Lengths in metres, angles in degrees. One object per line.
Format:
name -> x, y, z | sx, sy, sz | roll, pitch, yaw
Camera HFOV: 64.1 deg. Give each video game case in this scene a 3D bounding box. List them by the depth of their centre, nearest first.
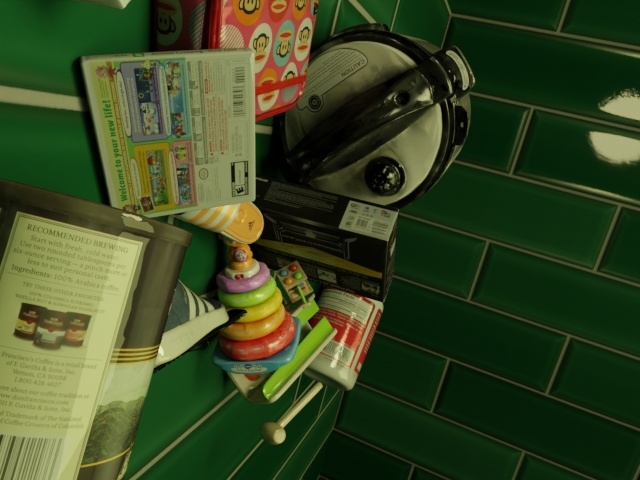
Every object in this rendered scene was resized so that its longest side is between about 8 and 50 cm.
video game case -> -0.177, -0.128, 0.641 | 0.193, 0.023, 0.213 | -11, 130, -21

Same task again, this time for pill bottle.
pill bottle -> 0.076, 0.277, 1.740 | 0.229, 0.228, 0.408 | 75, 36, -61

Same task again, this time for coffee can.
coffee can -> -0.256, 0.099, 0.482 | 0.201, 0.201, 0.276 | 31, 73, -73

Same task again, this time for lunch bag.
lunch bag -> -0.116, -0.275, 0.749 | 0.293, 0.120, 0.258 | -43, 151, -55

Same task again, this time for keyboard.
keyboard -> -0.212, 0.179, 0.870 | 0.192, 0.100, 0.038 | -30, 100, -26

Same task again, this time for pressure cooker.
pressure cooker -> 0.123, -0.251, 1.075 | 0.420, 0.375, 0.370 | -41, 148, -61

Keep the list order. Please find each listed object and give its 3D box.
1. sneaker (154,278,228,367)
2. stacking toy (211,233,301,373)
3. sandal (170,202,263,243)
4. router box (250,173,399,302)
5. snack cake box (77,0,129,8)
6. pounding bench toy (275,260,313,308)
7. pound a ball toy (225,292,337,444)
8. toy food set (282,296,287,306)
sneaker -> -0.235, 0.092, 0.756 | 0.131, 0.148, 0.350 | -29, 179, -3
stacking toy -> -0.144, 0.097, 1.007 | 0.166, 0.175, 0.302 | -77, 162, -63
sandal -> -0.151, -0.058, 0.832 | 0.265, 0.076, 0.102 | 31, 76, -57
router box -> 0.000, 0.000, 1.054 | 0.243, 0.308, 0.081 | 84, 26, -56
snack cake box -> -0.183, -0.369, 0.466 | 0.152, 0.089, 0.265 | 69, 41, -62
pounding bench toy -> -0.049, 0.095, 1.064 | 0.052, 0.083, 0.065 | -29, 143, -7
pound a ball toy -> -0.093, 0.306, 1.246 | 0.319, 0.135, 0.208 | -41, 104, -41
toy food set -> -0.128, 0.210, 1.362 | 0.192, 0.038, 0.133 | 58, 46, -55
